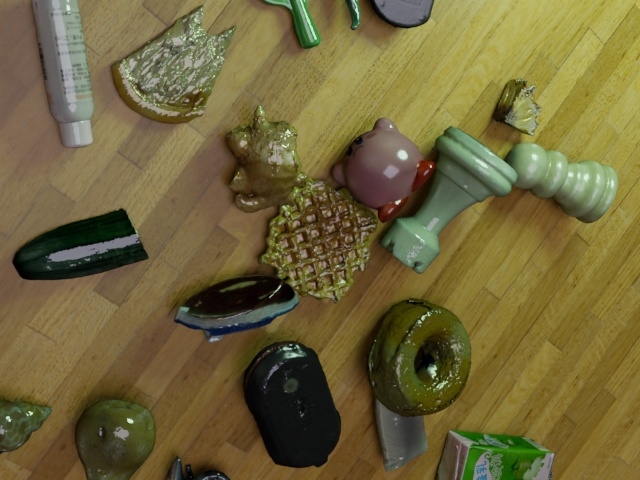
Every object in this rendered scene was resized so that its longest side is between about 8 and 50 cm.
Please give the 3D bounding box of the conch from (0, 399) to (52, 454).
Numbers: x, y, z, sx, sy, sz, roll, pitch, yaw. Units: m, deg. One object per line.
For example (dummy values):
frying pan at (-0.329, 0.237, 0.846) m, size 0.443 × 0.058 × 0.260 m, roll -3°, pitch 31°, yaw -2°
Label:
conch at (-0.620, 0.353, 1.493) m, size 0.173 × 0.106 × 0.116 m, roll -14°, pitch 131°, yaw 2°

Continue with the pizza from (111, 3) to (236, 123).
pizza at (-0.261, -0.333, 1.503) m, size 0.262 × 0.034 × 0.181 m, roll -44°, pitch 113°, yaw -7°

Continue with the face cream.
face cream at (-0.457, -0.300, 1.410) m, size 0.082 × 0.082 × 0.269 m, roll -9°, pitch 105°, yaw -19°

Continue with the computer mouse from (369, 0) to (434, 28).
computer mouse at (0.185, -0.567, 1.591) m, size 0.138 × 0.086 × 0.269 m, roll 13°, pitch 106°, yaw -15°

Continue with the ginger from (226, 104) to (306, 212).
ginger at (-0.109, -0.163, 1.567) m, size 0.157 × 0.102 × 0.216 m, roll -4°, pitch 108°, yaw 4°

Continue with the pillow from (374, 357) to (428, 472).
pillow at (0.193, 0.403, 1.830) m, size 0.144 × 0.078 × 0.254 m, roll -16°, pitch 108°, yaw -29°

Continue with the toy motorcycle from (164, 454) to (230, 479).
toy motorcycle at (-0.310, 0.617, 1.672) m, size 0.173 × 0.108 × 0.307 m, roll 25°, pitch 91°, yaw -19°

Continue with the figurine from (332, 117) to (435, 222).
figurine at (0.128, -0.150, 1.627) m, size 0.173 × 0.173 × 0.173 m, roll -5°, pitch 104°, yaw -20°

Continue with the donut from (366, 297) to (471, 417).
donut at (0.232, 0.263, 1.749) m, size 0.272 × 0.107 × 0.272 m, roll 4°, pitch 82°, yaw -31°

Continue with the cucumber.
cucumber at (-0.459, 0.025, 1.499) m, size 0.244 × 0.063 × 0.115 m, roll -18°, pitch 108°, yaw -15°

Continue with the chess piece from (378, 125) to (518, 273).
chess piece at (0.263, -0.077, 1.696) m, size 0.195 × 0.194 × 0.299 m, roll 34°, pitch 98°, yaw -24°

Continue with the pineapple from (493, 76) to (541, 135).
pineapple at (0.444, -0.289, 1.766) m, size 0.116 × 0.069 × 0.137 m, roll -28°, pitch 112°, yaw -14°

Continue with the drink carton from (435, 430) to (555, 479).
drink carton at (0.431, 0.572, 1.944) m, size 0.271 × 0.108 × 0.161 m, roll 10°, pitch 96°, yaw -22°

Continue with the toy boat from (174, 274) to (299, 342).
toy boat at (-0.169, 0.145, 1.618) m, size 0.262 × 0.114 × 0.115 m, roll -15°, pitch 140°, yaw -12°

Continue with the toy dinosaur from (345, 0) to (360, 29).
toy dinosaur at (0.061, -0.574, 1.549) m, size 0.120 × 0.079 × 0.292 m, roll -23°, pitch 107°, yaw -9°

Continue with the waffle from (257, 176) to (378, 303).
waffle at (-0.001, 0.000, 1.674) m, size 0.245 × 0.052 × 0.254 m, roll 25°, pitch 91°, yaw -23°

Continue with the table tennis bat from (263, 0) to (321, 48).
table tennis bat at (-0.060, -0.502, 1.541) m, size 0.160 × 0.039 × 0.257 m, roll -25°, pitch 108°, yaw -12°

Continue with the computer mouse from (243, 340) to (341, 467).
computer mouse at (-0.062, 0.350, 1.697) m, size 0.183 × 0.116 × 0.323 m, roll -25°, pitch 117°, yaw -16°

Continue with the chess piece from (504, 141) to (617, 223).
chess piece at (0.537, -0.144, 1.807) m, size 0.251 × 0.144 × 0.144 m, roll 18°, pitch 96°, yaw -19°

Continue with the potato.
potato at (-0.410, 0.410, 1.560) m, size 0.157 × 0.157 × 0.194 m, roll 9°, pitch 101°, yaw -23°
